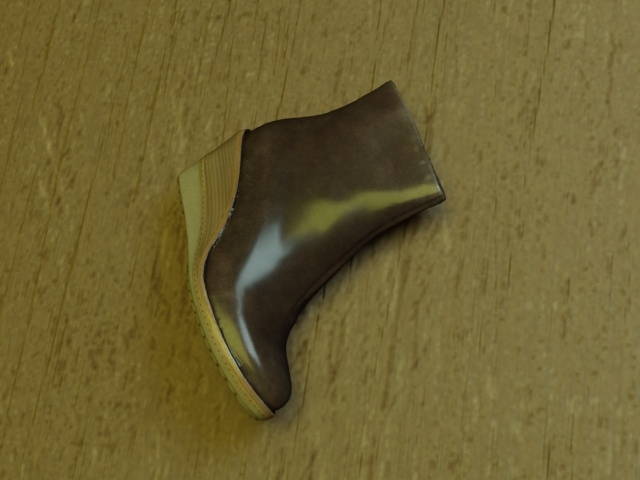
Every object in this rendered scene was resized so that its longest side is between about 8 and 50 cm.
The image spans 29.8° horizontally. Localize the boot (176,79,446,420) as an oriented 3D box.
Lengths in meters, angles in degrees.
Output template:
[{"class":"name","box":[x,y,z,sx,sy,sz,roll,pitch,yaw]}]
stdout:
[{"class":"boot","box":[0.000,0.000,0.946,0.207,0.090,0.248,-21,60,9]}]
